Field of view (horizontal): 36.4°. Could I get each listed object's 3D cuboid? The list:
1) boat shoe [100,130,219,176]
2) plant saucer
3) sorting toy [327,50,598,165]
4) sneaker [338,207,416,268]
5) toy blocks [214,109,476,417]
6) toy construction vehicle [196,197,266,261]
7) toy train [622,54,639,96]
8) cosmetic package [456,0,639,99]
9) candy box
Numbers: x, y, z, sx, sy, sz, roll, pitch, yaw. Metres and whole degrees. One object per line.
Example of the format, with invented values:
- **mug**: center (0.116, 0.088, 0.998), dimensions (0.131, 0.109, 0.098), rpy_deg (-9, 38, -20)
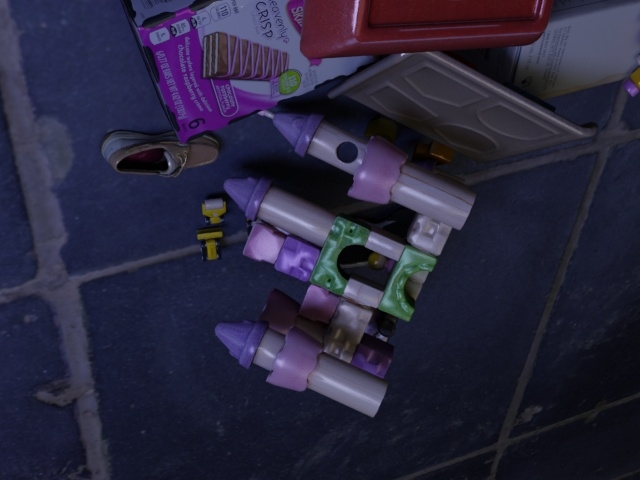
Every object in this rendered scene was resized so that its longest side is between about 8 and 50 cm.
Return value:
- **boat shoe**: center (-0.171, -0.090, 1.065), dimensions (0.135, 0.045, 0.050), rpy_deg (-5, 135, -28)
- **plant saucer**: center (0.118, -0.274, 0.814), dimensions (0.258, 0.048, 0.259), rpy_deg (-9, 124, -26)
- **sorting toy**: center (0.128, -0.142, 1.070), dimensions (0.229, 0.307, 0.041), rpy_deg (20, 81, -18)
- **sneaker**: center (0.070, 0.014, 1.314), dimensions (0.178, 0.072, 0.077), rpy_deg (-9, 149, -15)
- **toy blocks**: center (0.000, 0.000, 1.116), dimensions (0.260, 0.309, 0.289), rpy_deg (23, 101, 2)
- **toy construction vehicle**: center (-0.110, -0.024, 1.191), dimensions (0.085, 0.035, 0.098), rpy_deg (-10, 136, -7)
- **toy train**: center (0.400, -0.198, 1.055), dimensions (0.166, 0.046, 0.125), rpy_deg (-1, 136, -32)
- **cosmetic package**: center (0.310, -0.266, 1.088), dimensions (0.309, 0.160, 0.113), rpy_deg (-14, 140, -17)
- **candy box**: center (-0.064, -0.213, 0.979), dimensions (0.233, 0.071, 0.159), rpy_deg (-25, 142, -8)
